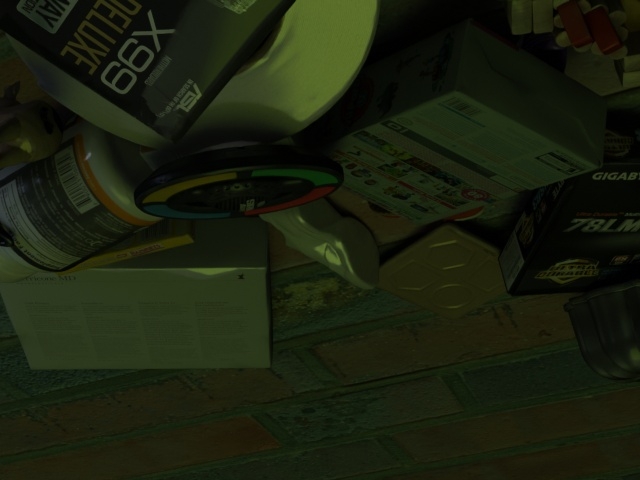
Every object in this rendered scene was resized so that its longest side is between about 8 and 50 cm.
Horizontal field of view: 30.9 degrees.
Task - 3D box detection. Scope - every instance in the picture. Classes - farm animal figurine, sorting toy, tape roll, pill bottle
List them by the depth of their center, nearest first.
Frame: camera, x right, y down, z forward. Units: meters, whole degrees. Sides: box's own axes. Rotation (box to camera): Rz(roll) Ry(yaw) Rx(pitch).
[{"bbox_3d":[-0.131,-0.259,1.124,0.392,0.072,0.392,3,129,4],"label":"tape roll"},{"bbox_3d":[-0.414,-0.166,1.219,0.330,0.172,0.327,50,136,5],"label":"farm animal figurine"},{"bbox_3d":[-0.314,-0.055,1.436,0.278,0.162,0.162,-25,139,31],"label":"pill bottle"},{"bbox_3d":[0.191,0.043,1.703,0.193,0.038,0.208,25,142,-32],"label":"sorting toy"}]

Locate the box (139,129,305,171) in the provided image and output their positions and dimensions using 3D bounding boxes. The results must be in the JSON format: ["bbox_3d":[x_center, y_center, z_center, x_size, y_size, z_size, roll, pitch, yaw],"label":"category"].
[{"bbox_3d":[-0.110,-0.143,1.337,0.170,0.130,0.091,-11,146,14],"label":"box"}]

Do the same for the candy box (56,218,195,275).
[{"bbox_3d":[-0.260,-0.023,1.531,0.206,0.105,0.027,-13,143,18],"label":"candy box"}]

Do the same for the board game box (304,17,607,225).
[{"bbox_3d":[0.138,-0.123,1.331,0.224,0.097,0.303,24,155,-32],"label":"board game box"}]

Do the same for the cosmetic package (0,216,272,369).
[{"bbox_3d":[-0.260,0.082,1.692,0.377,0.097,0.284,0,147,-1],"label":"cosmetic package"}]

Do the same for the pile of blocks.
[{"bbox_3d":[0.248,-0.261,1.163,0.362,0.113,0.149,17,130,-20],"label":"pile of blocks"}]

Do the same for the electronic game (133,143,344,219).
[{"bbox_3d":[-0.088,-0.057,1.260,0.229,0.048,0.229,-8,169,-1],"label":"electronic game"}]

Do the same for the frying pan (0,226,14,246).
[{"bbox_3d":[-0.542,-0.052,1.415,0.326,0.053,0.197,43,137,-7],"label":"frying pan"}]

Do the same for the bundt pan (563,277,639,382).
[{"bbox_3d":[0.522,0.129,1.655,0.331,0.124,0.331,-6,166,-2],"label":"bundt pan"}]

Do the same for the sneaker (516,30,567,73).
[{"bbox_3d":[0.245,-0.187,1.333,0.068,0.071,0.170,0,146,-2],"label":"sneaker"}]

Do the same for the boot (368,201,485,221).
[{"bbox_3d":[0.145,-0.049,1.547,0.158,0.059,0.084,-8,150,9],"label":"boot"}]

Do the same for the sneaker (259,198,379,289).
[{"bbox_3d":[0.000,0.000,1.612,0.094,0.080,0.212,-13,138,37],"label":"sneaker"}]

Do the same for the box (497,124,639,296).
[{"bbox_3d":[0.418,-0.036,1.528,0.295,0.073,0.293,-1,147,-15],"label":"box"}]

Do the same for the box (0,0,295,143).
[{"bbox_3d":[-0.140,-0.264,1.024,0.242,0.076,0.307,34,124,-18],"label":"box"}]
